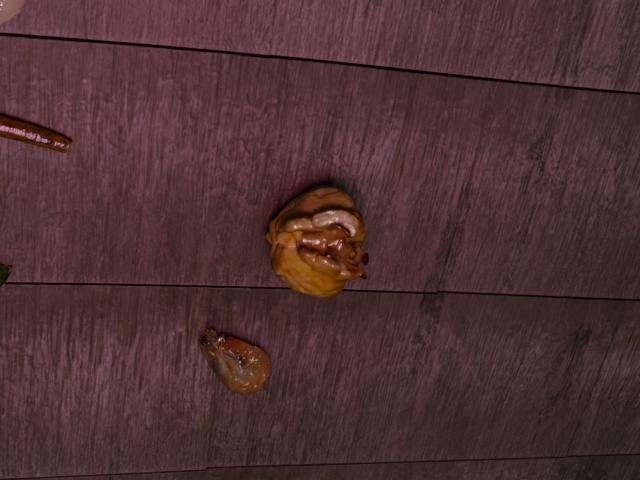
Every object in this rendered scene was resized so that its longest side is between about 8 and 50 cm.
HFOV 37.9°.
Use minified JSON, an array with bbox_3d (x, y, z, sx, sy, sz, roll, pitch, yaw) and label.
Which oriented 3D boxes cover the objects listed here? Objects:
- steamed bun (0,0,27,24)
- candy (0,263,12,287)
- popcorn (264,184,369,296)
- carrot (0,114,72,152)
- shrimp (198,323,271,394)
[{"bbox_3d":[-0.536,-0.401,1.497,0.130,0.091,0.112,-32,121,5],"label":"steamed bun"},{"bbox_3d":[-0.667,0.094,1.745,0.178,0.102,0.032,-21,118,-3],"label":"candy"},{"bbox_3d":[-0.002,-0.003,1.830,0.191,0.190,0.253,33,147,-16],"label":"popcorn"},{"bbox_3d":[-0.527,-0.190,1.655,0.171,0.042,0.042,16,114,-25],"label":"carrot"},{"bbox_3d":[-0.185,0.249,2.005,0.115,0.051,0.217,-35,122,-1],"label":"shrimp"}]
